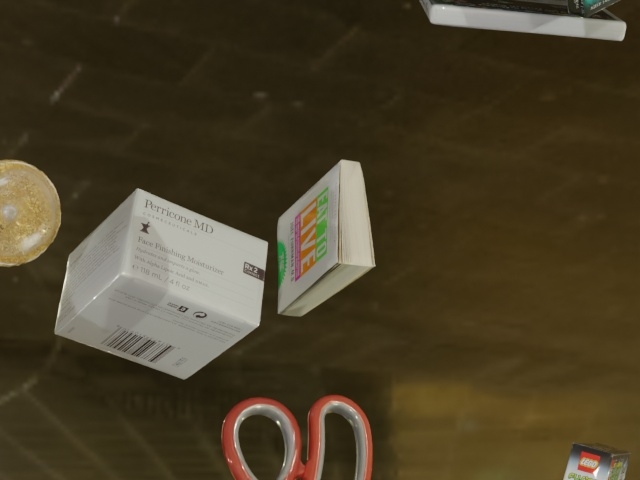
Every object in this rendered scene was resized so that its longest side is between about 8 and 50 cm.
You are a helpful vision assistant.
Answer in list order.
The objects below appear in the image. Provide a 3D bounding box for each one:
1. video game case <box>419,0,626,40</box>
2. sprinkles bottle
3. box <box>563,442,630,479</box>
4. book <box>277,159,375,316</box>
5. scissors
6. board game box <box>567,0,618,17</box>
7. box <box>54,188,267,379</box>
[{"bbox_3d":[0.200,-0.233,1.423,0.190,0.022,0.173,5,-163,-1],"label":"video game case"},{"bbox_3d":[-0.433,-0.041,1.665,0.121,0.121,0.355,13,176,-34],"label":"sprinkles bottle"},{"bbox_3d":[0.241,0.241,1.253,0.036,0.114,0.207,14,176,18],"label":"box"},{"bbox_3d":[0.000,0.000,1.227,0.035,0.096,0.144,7,157,-22],"label":"book"},{"bbox_3d":[-0.026,0.236,0.919,0.109,0.297,0.021,13,151,-13],"label":"scissors"},{"bbox_3d":[0.288,-0.291,1.236,0.186,0.126,0.026,-29,-146,-23],"label":"board game box"},{"bbox_3d":[-0.185,0.055,1.625,0.181,0.119,0.182,23,143,-25],"label":"box"}]
